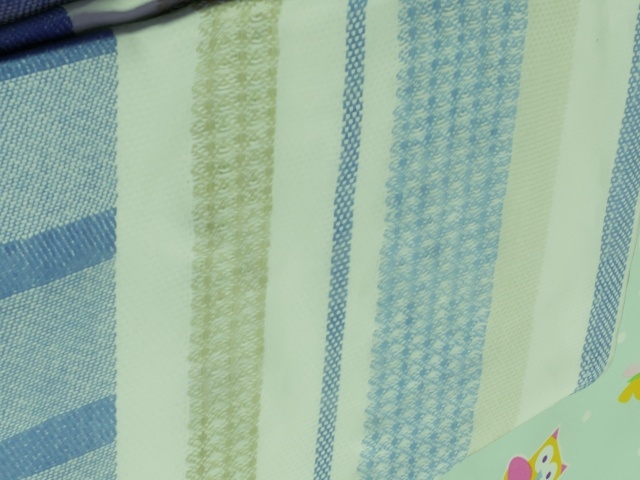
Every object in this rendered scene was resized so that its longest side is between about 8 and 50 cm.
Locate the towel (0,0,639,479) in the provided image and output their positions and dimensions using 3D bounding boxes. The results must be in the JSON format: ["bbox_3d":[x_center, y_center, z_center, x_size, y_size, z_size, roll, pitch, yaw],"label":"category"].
[{"bbox_3d":[0.000,0.000,0.469,0.285,0.034,0.209,-23,128,-37],"label":"towel"}]

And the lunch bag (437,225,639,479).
[{"bbox_3d":[0.069,0.022,0.663,0.224,0.108,0.279,-42,135,-16],"label":"lunch bag"}]
